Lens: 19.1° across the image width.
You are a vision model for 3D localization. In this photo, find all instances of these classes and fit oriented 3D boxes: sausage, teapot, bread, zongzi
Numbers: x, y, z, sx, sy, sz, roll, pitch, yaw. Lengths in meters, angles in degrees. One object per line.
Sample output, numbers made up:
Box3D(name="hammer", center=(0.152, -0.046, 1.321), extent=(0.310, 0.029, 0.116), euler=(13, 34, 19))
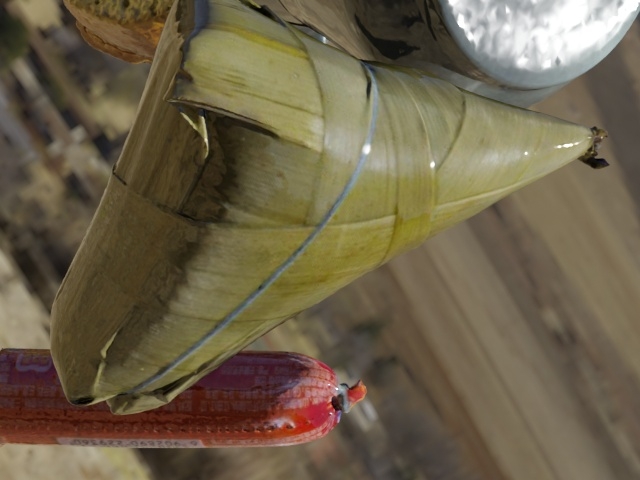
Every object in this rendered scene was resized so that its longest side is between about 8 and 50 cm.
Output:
Box3D(name="sausage", center=(-0.103, 0.114, 1.368), extent=(0.074, 0.274, 0.074), euler=(0, 90, -78))
Box3D(name="teapot", center=(0.054, -0.296, 1.511), extent=(0.362, 0.306, 0.376), euler=(16, -56, 50))
Box3D(name="bread", center=(-0.111, -0.244, 1.731), extent=(0.134, 0.260, 0.129), euler=(54, 14, 23))
Box3D(name="zongzi", center=(0.000, 0.000, 1.007), extent=(0.256, 0.228, 0.115), euler=(10, 34, -27))
